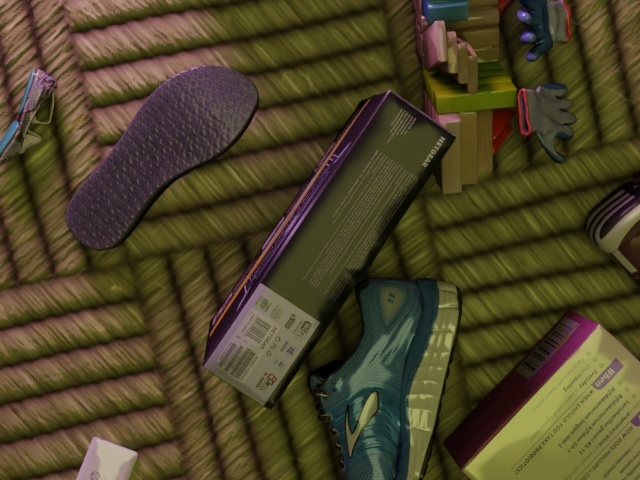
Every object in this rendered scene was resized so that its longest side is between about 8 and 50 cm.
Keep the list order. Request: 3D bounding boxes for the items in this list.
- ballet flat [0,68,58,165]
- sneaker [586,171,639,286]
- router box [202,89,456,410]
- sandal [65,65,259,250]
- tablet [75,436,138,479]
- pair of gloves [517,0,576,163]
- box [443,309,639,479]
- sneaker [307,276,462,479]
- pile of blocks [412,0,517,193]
[{"bbox_3d":[-0.311,-0.125,1.239,0.041,0.041,0.114,25,94,-6],"label":"ballet flat"},{"bbox_3d":[0.446,-0.040,1.277,0.281,0.106,0.162,-37,102,10],"label":"sneaker"},{"bbox_3d":[0.000,0.000,1.170,0.081,0.243,0.309,34,93,-6],"label":"router box"},{"bbox_3d":[-0.173,-0.095,1.250,0.254,0.054,0.097,-40,90,10],"label":"sandal"},{"bbox_3d":[-0.242,0.265,1.295,0.054,0.006,0.083,22,93,-5],"label":"tablet"},{"bbox_3d":[0.240,-0.179,1.222,0.023,0.159,0.198,-3,93,29],"label":"pair of gloves"},{"bbox_3d":[0.300,0.238,1.276,0.243,0.117,0.213,43,91,-6],"label":"box"},{"bbox_3d":[0.054,0.194,1.266,0.147,0.130,0.330,13,91,9],"label":"sneaker"},{"bbox_3d":[0.160,-0.235,1.206,0.113,0.149,0.362,-7,95,-3],"label":"pile of blocks"}]
